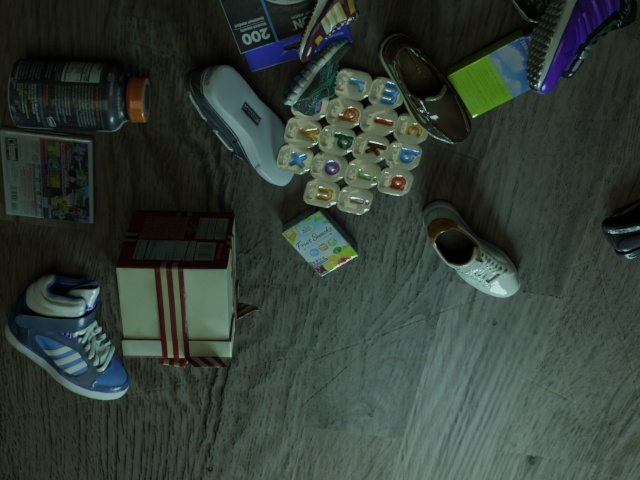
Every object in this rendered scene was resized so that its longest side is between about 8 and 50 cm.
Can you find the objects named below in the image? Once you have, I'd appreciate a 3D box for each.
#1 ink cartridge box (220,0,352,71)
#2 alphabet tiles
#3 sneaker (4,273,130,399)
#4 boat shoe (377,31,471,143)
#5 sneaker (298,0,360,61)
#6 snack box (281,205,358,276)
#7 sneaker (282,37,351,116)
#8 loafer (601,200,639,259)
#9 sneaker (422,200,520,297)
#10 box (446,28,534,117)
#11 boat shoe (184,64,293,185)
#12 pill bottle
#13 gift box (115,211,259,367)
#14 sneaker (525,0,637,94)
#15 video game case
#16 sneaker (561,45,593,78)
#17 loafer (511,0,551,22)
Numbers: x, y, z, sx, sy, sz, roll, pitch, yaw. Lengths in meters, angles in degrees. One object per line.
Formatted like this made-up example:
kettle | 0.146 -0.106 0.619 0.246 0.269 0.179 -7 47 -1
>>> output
ink cartridge box | -0.066 -0.416 1.719 0.206 0.045 0.208 -16 123 10
alphabet tiles | 0.063 -0.191 1.847 0.278 0.021 0.284 11 113 -13
sneaker | -0.521 0.203 2.103 0.323 0.130 0.236 35 123 -14
boat shoe | 0.201 -0.271 1.768 0.095 0.095 0.257 -44 115 3
sneaker | 0.022 -0.389 1.670 0.084 0.069 0.185 19 121 -10
snack box | 0.000 0.000 2.007 0.100 0.037 0.141 -31 118 20
sneaker | 0.006 -0.299 1.752 0.076 0.065 0.166 39 100 -22
loafer | 0.711 -0.069 1.906 0.303 0.109 0.095 -35 113 26
sneaker | 0.317 0.048 1.984 0.106 0.123 0.290 -40 116 23
box | 0.339 -0.315 1.772 0.178 0.042 0.109 -26 120 23
boat shoe | -0.156 -0.218 1.829 0.102 0.108 0.301 6 150 40
pill bottle | -0.445 -0.269 1.776 0.246 0.130 0.130 3 124 0
gift box | -0.270 0.109 1.961 0.277 0.255 0.258 5 122 3
sneaker | 0.458 -0.375 1.608 0.146 0.102 0.293 16 108 -10
video game case | -0.555 -0.132 1.940 0.184 0.023 0.201 6 123 -3
sneaker | 0.458 -0.407 1.704 0.098 0.083 0.223 22 114 3
loafer | 0.347 -0.483 1.636 0.094 0.087 0.251 -25 121 17
